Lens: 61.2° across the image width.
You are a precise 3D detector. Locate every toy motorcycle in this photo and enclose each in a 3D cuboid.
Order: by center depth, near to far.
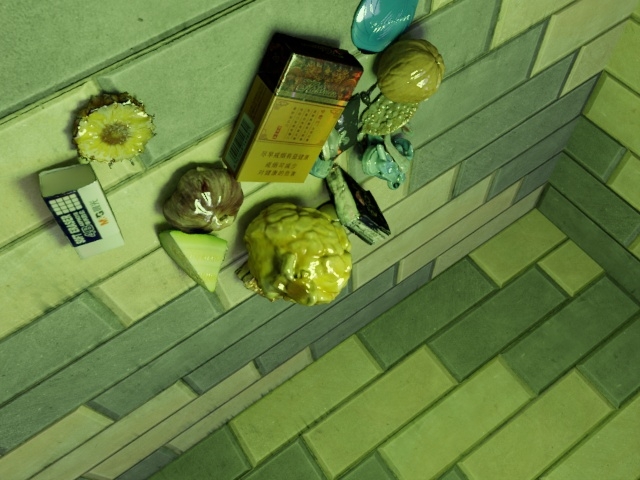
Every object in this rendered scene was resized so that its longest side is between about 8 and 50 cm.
[{"bbox_3d":[0.270,-0.324,1.995,0.241,0.182,0.319,-47,152,15],"label":"toy motorcycle"}]

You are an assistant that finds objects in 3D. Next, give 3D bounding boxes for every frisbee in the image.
[{"bbox_3d":[0.195,-0.640,1.562,0.242,0.045,0.242,-29,151,-17],"label":"frisbee"}]

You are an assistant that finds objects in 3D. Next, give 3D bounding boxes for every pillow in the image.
[{"bbox_3d":[0.080,-0.374,1.809,0.141,0.055,0.208,-40,152,-27],"label":"pillow"}]

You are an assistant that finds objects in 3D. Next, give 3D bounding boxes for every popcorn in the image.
[{"bbox_3d":[-0.074,0.052,1.917,0.354,0.390,0.344,-20,165,-17],"label":"popcorn"}]

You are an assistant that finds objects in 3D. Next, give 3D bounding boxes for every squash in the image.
[{"bbox_3d":[-0.442,0.059,1.753,0.288,0.111,0.203,7,101,-62],"label":"squash"}]

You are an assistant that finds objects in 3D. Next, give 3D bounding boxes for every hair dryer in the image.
[{"bbox_3d":[0.170,-0.487,1.794,0.083,0.031,0.079,-52,163,7],"label":"hair dryer"}]

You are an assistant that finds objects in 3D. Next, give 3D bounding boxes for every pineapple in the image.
[{"bbox_3d":[-0.489,-0.259,1.284,0.221,0.047,0.221,-27,151,-16],"label":"pineapple"}]

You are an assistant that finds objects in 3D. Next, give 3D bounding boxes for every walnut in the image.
[{"bbox_3d":[0.272,-0.520,1.677,0.213,0.213,0.213,-30,152,-18],"label":"walnut"}]

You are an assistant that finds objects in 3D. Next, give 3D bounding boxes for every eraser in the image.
[{"bbox_3d":[-0.595,-0.068,1.369,0.130,0.086,0.287,-19,151,-14],"label":"eraser"}]

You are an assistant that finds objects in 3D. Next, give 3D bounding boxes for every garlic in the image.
[{"bbox_3d":[-0.335,-0.102,1.592,0.245,0.160,0.245,-22,153,-12],"label":"garlic"}]

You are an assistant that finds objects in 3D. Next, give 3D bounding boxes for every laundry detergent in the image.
[{"bbox_3d":[-0.035,-0.271,1.820,0.097,0.061,0.206,-55,150,15],"label":"laundry detergent"}]

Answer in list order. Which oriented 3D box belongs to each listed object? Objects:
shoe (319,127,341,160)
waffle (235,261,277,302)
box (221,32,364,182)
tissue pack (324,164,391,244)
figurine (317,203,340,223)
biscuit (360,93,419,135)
[{"bbox_3d":[0.025,-0.347,1.729,0.077,0.074,0.194,-15,132,-13],"label":"shoe"},{"bbox_3d":[-0.196,0.136,2.227,0.213,0.091,0.308,-39,153,1],"label":"waffle"},{"bbox_3d":[-0.082,-0.357,1.538,0.264,0.116,0.415,-3,135,-40],"label":"box"},{"bbox_3d":[0.142,-0.131,2.071,0.123,0.245,0.332,-27,157,16],"label":"tissue pack"},{"bbox_3d":[0.000,0.000,2.194,0.222,0.124,0.324,-53,164,-63],"label":"figurine"},{"bbox_3d":[0.256,-0.456,1.822,0.290,0.141,0.038,-49,166,14],"label":"biscuit"}]
